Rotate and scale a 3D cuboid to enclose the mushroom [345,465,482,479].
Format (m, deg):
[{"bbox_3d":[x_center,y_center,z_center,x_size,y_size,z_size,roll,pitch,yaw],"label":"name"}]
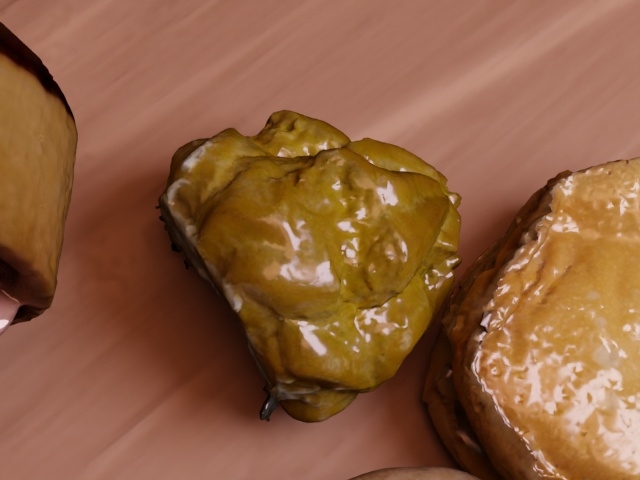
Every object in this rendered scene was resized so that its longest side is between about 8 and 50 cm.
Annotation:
[{"bbox_3d":[0.045,0.184,0.803,0.166,0.127,0.166,2,75,-8],"label":"mushroom"}]

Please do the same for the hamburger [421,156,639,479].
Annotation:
[{"bbox_3d":[0.163,0.059,0.888,0.213,0.108,0.214,5,69,-13],"label":"hamburger"}]

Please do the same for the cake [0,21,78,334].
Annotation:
[{"bbox_3d":[-0.215,-0.003,0.762,0.207,0.185,0.178,29,63,-17],"label":"cake"}]

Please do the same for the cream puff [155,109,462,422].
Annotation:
[{"bbox_3d":[0.001,-0.001,0.857,0.156,0.121,0.156,6,64,-13],"label":"cream puff"}]
